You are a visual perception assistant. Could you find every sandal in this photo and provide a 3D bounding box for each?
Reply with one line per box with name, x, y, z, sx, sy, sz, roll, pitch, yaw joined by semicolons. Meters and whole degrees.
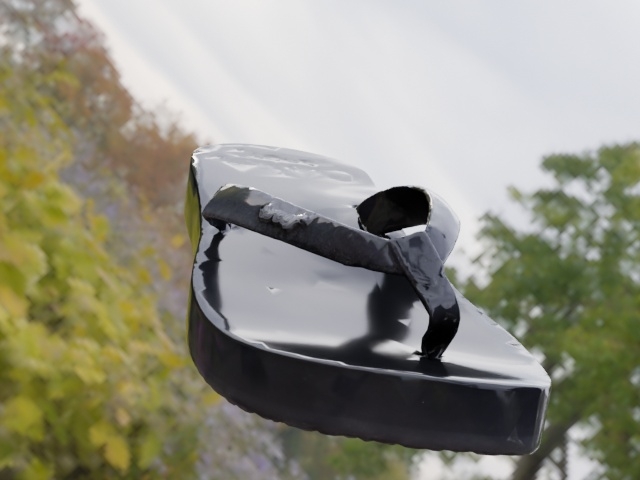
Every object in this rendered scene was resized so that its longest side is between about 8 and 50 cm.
sandal;-0.001;0.000;0.496;0.254;0.097;0.054;-129;-134;-65
